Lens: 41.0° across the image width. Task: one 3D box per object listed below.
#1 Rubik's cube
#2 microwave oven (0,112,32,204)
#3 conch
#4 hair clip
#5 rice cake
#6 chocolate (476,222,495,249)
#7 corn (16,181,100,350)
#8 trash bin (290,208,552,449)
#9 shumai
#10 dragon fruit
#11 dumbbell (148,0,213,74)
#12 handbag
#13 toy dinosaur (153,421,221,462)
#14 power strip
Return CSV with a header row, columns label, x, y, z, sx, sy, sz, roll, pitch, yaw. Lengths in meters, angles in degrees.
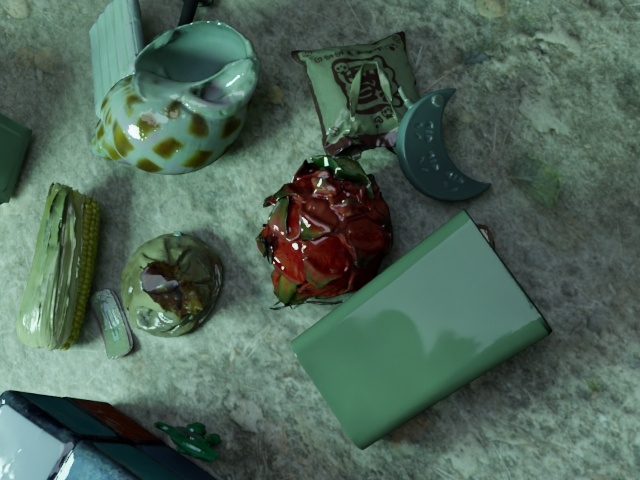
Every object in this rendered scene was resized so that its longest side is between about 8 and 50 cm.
label,x,y,z,sx,sy,sz,roll,pitch,yaw
Rubik's cube,-0.375,0.446,1.326,0.318,0.316,0.313,27,84,20
microwave oven,-0.758,-0.186,1.651,0.295,0.237,0.181,12,80,18
conch,-0.270,-0.239,1.541,0.368,0.197,0.249,-11,79,5
hair clip,-0.383,0.152,1.565,0.054,0.022,0.137,-29,68,6
rice cake,-0.394,-0.366,1.660,0.189,0.037,0.198,-36,58,40
chocolate,0.236,0.010,1.417,0.100,0.031,0.064,-14,79,8
corn,-0.480,0.050,1.567,0.122,0.123,0.305,1,75,18
trash bin,0.150,0.140,1.325,0.343,0.158,0.223,-35,80,6
shumai,-0.276,0.076,1.503,0.201,0.120,0.201,-3,77,14
dragon fruit,0.000,0.000,1.413,0.234,0.234,0.293,48,128,22
dumbbell,-0.256,-0.428,1.650,0.110,0.110,0.254,6,70,18
handbag,0.076,-0.249,1.487,0.213,0.127,0.235,-10,72,-16
toy dinosaur,-0.220,0.333,1.429,0.132,0.096,0.059,22,81,18
power strip,0.189,-0.160,1.413,0.137,0.044,0.216,-24,96,-10
